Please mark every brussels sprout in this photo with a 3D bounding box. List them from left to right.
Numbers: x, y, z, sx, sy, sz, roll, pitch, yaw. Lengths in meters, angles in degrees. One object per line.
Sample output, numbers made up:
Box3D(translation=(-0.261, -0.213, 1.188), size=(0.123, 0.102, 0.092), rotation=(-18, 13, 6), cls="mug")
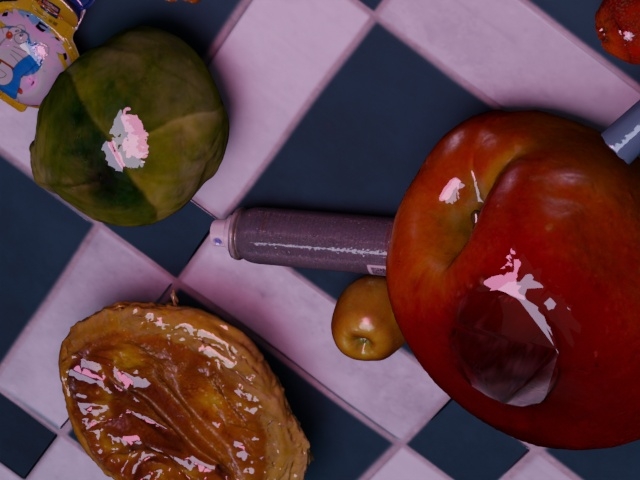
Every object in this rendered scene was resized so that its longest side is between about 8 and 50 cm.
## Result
Box3D(translation=(-0.236, -0.125, 2.048), size=(0.271, 0.210, 0.219), rotation=(-20, 107, 47), cls="brussels sprout")

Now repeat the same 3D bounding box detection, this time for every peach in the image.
Box3D(translation=(0.253, 0.060, 1.904), size=(0.335, 0.310, 0.406), rotation=(-26, 108, 29), cls="peach")

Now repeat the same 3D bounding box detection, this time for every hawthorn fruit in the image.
Box3D(translation=(0.341, -0.234, 1.824), size=(0.093, 0.093, 0.093), rotation=(10, 124, 15), cls="hawthorn fruit")

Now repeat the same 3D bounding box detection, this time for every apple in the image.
Box3D(translation=(0.062, 0.098, 2.126), size=(0.099, 0.102, 0.114), rotation=(46, 127, -12), cls="apple")

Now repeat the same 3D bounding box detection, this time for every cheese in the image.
Box3D(translation=(-0.348, -0.252, 2.088), size=(0.157, 0.064, 0.250), rotation=(34, 129, -3), cls="cheese")

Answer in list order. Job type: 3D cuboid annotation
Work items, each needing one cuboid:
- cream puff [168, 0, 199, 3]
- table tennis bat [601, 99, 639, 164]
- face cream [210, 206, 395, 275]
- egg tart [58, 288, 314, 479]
Box3D(translation=(-0.149, -0.329, 1.940), size=(0.116, 0.122, 0.094), rotation=(-30, 121, -7), cls="cream puff")
Box3D(translation=(0.427, -0.205, 1.774), size=(0.215, 0.044, 0.329), rotation=(39, 110, -20), cls="table tennis bat")
Box3D(translation=(0.000, 0.000, 2.106), size=(0.284, 0.073, 0.073), rotation=(5, 122, 19), cls="face cream")
Box3D(translation=(-0.174, 0.200, 2.254), size=(0.352, 0.153, 0.339), rotation=(7, 123, 18), cls="egg tart")
